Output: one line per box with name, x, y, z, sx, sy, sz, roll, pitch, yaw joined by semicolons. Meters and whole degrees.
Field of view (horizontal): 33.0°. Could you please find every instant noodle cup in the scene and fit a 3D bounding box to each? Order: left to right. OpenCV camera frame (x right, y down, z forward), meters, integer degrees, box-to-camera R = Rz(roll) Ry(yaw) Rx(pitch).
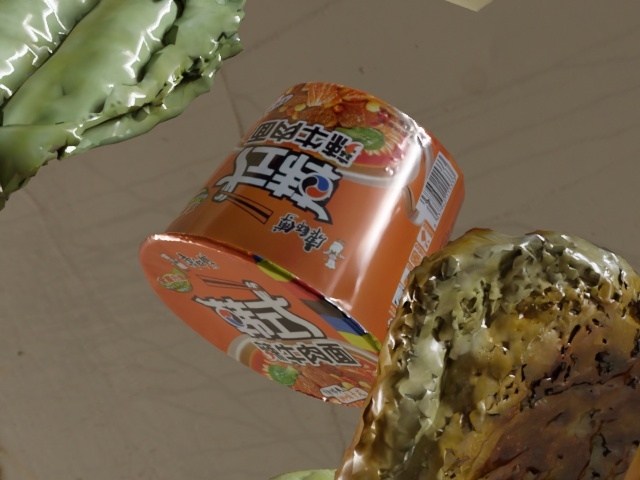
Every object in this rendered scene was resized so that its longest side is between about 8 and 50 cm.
instant noodle cup;0.000;0.000;0.929;0.250;0.250;0.192;19;-116;25

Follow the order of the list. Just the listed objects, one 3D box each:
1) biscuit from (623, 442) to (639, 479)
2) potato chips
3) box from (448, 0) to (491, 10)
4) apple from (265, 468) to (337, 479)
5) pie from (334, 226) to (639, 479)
biscuit;0.166;-0.012;0.193;0.062;0.385;0.365;31;-100;7
potato chips;-0.176;-0.139;0.509;0.358;0.070;0.429;7;-127;23
box;0.136;-0.350;1.170;0.168;0.212;0.095;-23;-121;58
apple;0.005;0.290;0.923;0.195;0.173;0.160;-5;-88;-13
pie;0.120;0.141;0.644;0.085;0.308;0.308;30;-88;47
